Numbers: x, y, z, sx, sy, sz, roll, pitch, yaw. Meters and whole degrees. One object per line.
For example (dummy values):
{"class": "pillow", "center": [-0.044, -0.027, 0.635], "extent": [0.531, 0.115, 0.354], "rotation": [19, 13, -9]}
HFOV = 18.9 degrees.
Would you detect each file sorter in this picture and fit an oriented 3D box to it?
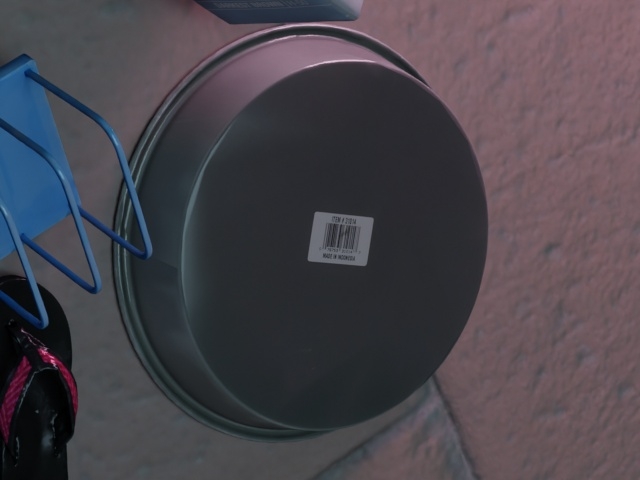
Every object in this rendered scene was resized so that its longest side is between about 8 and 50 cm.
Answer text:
{"class": "file sorter", "center": [-0.198, -0.004, 1.122], "extent": [0.170, 0.104, 0.118], "rotation": [-35, 136, -24]}

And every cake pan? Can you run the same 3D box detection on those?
{"class": "cake pan", "center": [0.000, 0.000, 1.306], "extent": [0.293, 0.054, 0.293], "rotation": [-7, 102, -33]}

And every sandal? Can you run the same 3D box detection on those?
{"class": "sandal", "center": [-0.180, 0.109, 1.212], "extent": [0.067, 0.040, 0.179], "rotation": [-11, 105, -32]}

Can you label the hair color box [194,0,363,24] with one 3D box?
{"class": "hair color box", "center": [-0.103, -0.282, 1.083], "extent": [0.374, 0.113, 0.185], "rotation": [30, 70, -48]}
